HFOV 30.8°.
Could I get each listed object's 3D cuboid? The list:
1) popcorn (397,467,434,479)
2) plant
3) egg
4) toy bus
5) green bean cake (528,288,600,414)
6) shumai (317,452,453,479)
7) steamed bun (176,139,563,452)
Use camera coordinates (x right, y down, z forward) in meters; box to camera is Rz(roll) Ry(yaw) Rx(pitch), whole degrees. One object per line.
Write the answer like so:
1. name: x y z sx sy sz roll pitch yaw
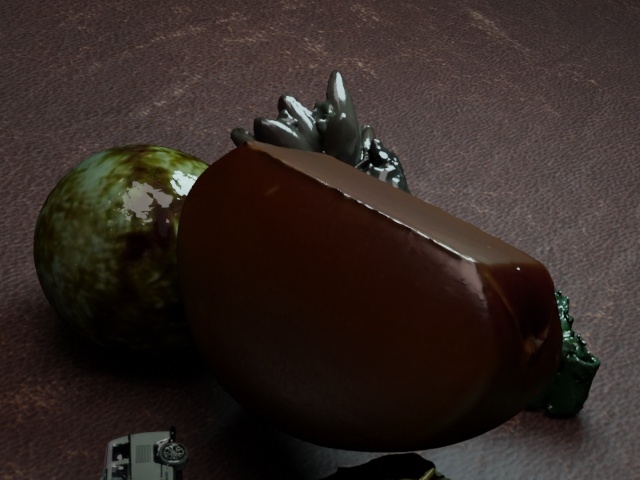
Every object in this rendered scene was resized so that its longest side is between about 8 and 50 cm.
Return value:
1. popcorn: 0.130 0.343 0.901 0.312 0.312 0.312 7 35 -5
2. plant: 0.027 -0.048 1.407 0.194 0.181 0.321 -21 68 -16
3. egg: -0.183 0.014 1.331 0.289 0.238 0.238 13 30 -26
4. toy bus: -0.168 0.271 1.099 0.089 0.087 0.194 0 37 -8
5. green bean cake: 0.245 0.099 1.428 0.193 0.107 0.208 14 33 7
6. shumai: 0.087 0.265 1.138 0.201 0.120 0.201 4 35 -3
7. steamed bun: 0.032 0.076 1.147 0.379 0.248 0.235 30 13 29
